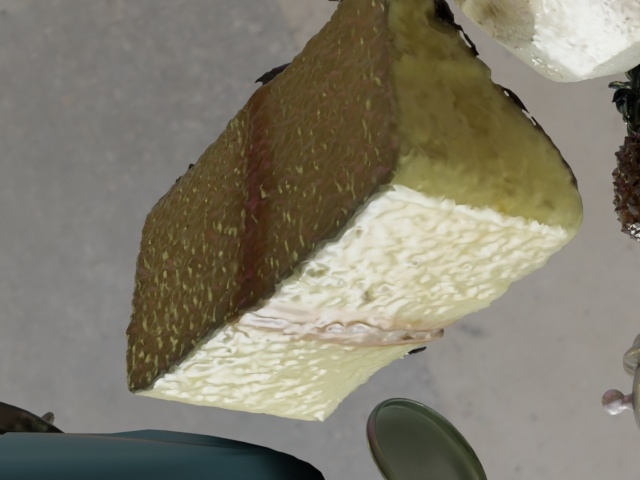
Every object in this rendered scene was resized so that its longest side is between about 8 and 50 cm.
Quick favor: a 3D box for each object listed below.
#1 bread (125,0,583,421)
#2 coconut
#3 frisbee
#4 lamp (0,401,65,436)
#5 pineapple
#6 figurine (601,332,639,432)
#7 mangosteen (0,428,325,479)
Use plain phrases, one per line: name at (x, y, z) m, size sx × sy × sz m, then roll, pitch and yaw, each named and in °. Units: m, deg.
bread at (0.000, 0.000, 0.950) m, size 0.178 × 0.142 × 0.266 m, roll 43°, pitch 135°, yaw -4°
coconut at (0.164, -0.198, 1.190) m, size 0.161 × 0.161 × 0.162 m, roll -2°, pitch 151°, yaw 47°
frisbee at (0.076, 0.158, 1.256) m, size 0.014 × 0.110 × 0.110 m, roll -45°, pitch 77°, yaw 29°
lamp at (-0.222, 0.206, 1.076) m, size 0.205 × 0.374 × 0.272 m, roll 15°, pitch 135°, yaw -8°
pineapple at (0.288, -0.074, 1.487) m, size 0.103 × 0.221 × 0.083 m, roll 22°, pitch 140°, yaw -21°
figurine at (0.316, 0.112, 1.265) m, size 0.237 × 0.141 × 0.162 m, roll 8°, pitch 151°, yaw 41°
mangosteen at (-0.091, 0.236, 0.540) m, size 0.381 × 0.421 × 0.380 m, roll -24°, pitch 59°, yaw 48°
